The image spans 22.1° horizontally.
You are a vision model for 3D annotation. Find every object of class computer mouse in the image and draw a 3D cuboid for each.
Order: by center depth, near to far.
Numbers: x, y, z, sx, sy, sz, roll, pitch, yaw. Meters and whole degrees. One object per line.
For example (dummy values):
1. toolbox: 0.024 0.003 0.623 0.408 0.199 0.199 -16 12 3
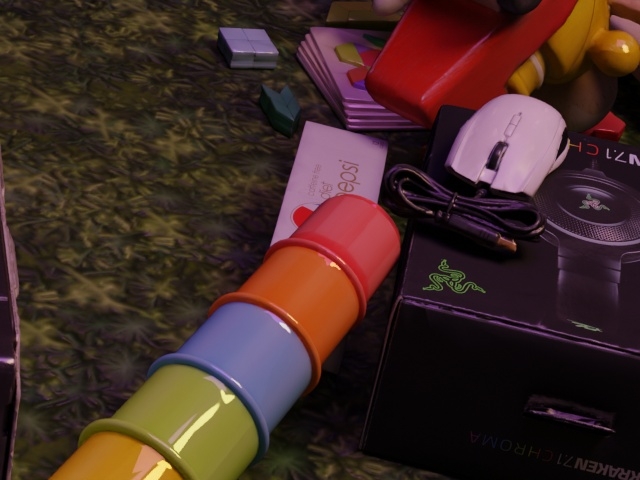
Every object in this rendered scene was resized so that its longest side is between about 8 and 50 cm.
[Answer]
1. computer mouse: 0.120 -0.059 1.103 0.106 0.042 0.193 19 34 13

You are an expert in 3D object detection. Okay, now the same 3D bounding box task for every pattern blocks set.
1. pattern blocks set: 0.083 -0.146 1.479 0.325 0.026 0.285 -8 38 -30

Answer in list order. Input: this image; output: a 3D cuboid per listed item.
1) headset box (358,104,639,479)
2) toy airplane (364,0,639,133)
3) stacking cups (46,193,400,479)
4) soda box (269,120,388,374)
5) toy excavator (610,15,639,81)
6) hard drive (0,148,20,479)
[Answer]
1. headset box: 0.169 0.051 1.114 0.246 0.131 0.283 14 33 3
2. toy airplane: 0.217 -0.219 1.365 0.385 0.272 0.386 -6 41 1
3. stacking cups: -0.052 0.087 0.967 0.096 0.096 0.316 26 44 18
4. soda box: 0.000 0.000 1.181 0.069 0.074 0.216 14 33 -1
5. toy excavator: 0.440 -0.114 1.419 0.445 0.222 0.433 9 31 10
6. hard drive: -0.210 0.049 0.882 0.064 0.236 0.339 2 34 -16
